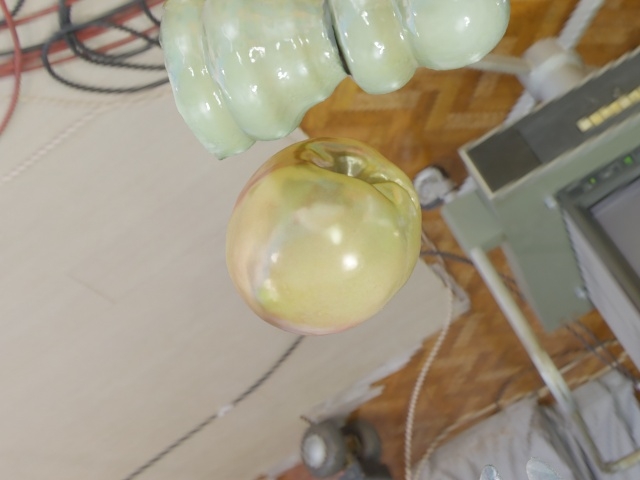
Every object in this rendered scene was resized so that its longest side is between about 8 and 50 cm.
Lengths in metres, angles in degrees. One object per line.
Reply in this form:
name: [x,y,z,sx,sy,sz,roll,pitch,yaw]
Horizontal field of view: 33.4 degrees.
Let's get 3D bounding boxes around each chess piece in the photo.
chess piece: [0.017,-0.153,0.784,0.243,0.133,0.133,-15,146,16]

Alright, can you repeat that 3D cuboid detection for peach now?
peach: [0.000,0.000,0.949,0.184,0.184,0.184,-16,142,-13]

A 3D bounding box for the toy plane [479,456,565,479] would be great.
toy plane: [0.199,0.326,0.866,0.088,0.212,0.267,-5,107,-42]
